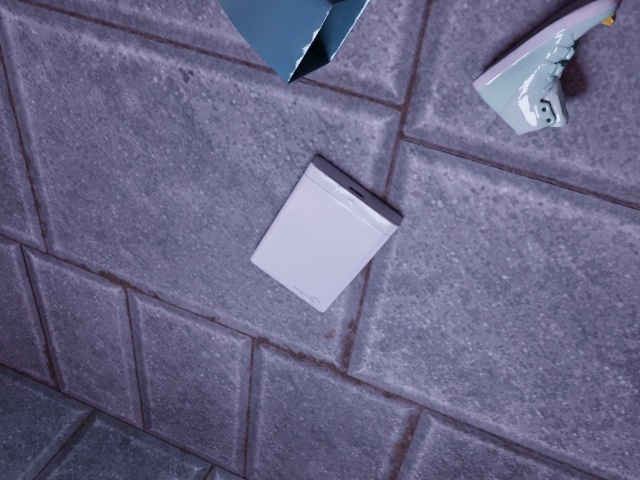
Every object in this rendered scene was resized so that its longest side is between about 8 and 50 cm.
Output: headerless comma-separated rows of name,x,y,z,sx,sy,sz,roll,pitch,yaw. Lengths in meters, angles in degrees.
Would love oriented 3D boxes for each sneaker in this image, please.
sneaker,0.384,-0.271,0.919,0.151,0.094,0.256,50,140,-5

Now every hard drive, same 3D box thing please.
hard drive,0.000,0.000,1.345,0.233,0.047,0.353,36,132,-1

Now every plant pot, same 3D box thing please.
plant pot,-0.064,-0.428,0.997,0.234,0.165,0.165,43,132,3

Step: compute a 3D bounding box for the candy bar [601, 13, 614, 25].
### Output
candy bar,0.443,-0.398,0.849,0.040,0.018,0.162,18,129,10
